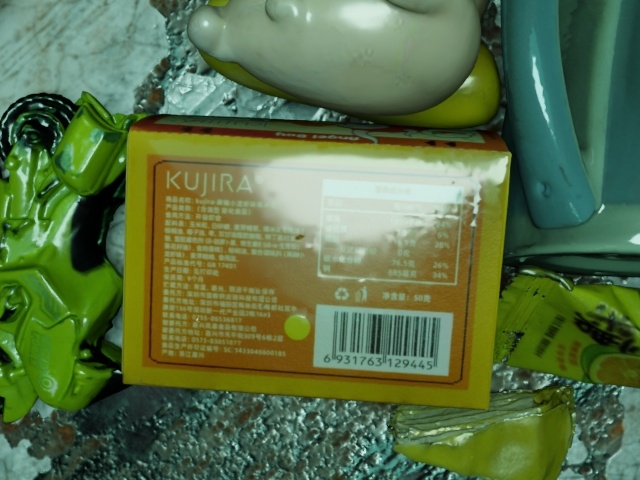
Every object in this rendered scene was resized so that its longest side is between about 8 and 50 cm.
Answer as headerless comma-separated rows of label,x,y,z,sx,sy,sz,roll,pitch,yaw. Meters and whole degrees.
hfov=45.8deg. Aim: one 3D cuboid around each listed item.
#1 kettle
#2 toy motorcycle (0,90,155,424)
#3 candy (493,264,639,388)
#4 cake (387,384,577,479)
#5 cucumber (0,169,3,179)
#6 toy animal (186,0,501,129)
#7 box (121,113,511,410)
kettle,0.259,-0.147,0.643,0.247,0.320,0.341,-1,83,46
toy motorcycle,-0.248,0.027,0.746,0.206,0.142,0.342,15,91,-14
candy,0.308,0.094,0.716,0.297,0.187,0.081,12,53,2
cake,0.170,0.182,0.758,0.185,0.080,0.116,24,108,5
cucumber,-0.384,-0.111,0.791,0.072,0.081,0.303,-19,91,-25
toy animal,0.025,-0.234,0.643,0.278,0.345,0.246,16,99,20
box,0.000,0.000,0.671,0.284,0.259,0.213,5,100,3
